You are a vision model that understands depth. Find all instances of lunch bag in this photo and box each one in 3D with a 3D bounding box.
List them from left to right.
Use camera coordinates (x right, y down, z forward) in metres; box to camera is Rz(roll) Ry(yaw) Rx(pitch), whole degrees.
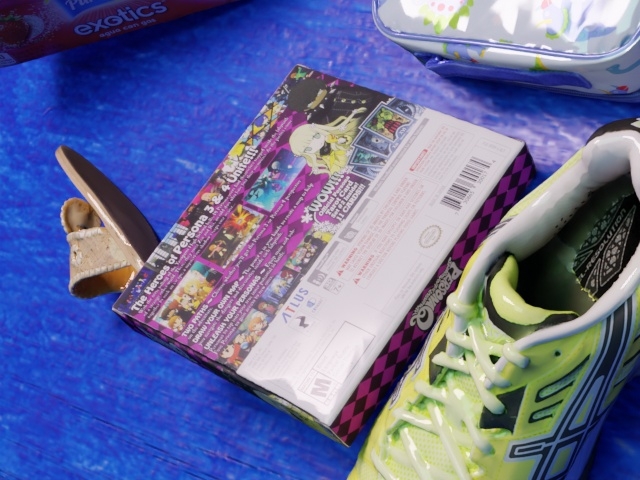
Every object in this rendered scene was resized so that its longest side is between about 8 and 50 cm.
[{"bbox_3d":[0.149,-0.184,0.953,0.219,0.090,0.176,12,81,38],"label":"lunch bag"}]

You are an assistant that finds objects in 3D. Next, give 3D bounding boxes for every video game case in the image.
[{"bbox_3d":[0.000,0.000,0.982,0.210,0.042,0.232,23,70,36],"label":"video game case"}]

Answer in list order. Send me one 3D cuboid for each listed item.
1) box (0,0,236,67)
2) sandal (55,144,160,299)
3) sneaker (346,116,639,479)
[{"bbox_3d":[-0.180,-0.248,1.158,0.257,0.122,0.128,-13,65,15],"label":"box"},{"bbox_3d":[-0.160,0.020,1.109,0.079,0.088,0.240,-49,57,4],"label":"sandal"},{"bbox_3d":[0.102,0.080,0.859,0.145,0.147,0.384,39,100,37],"label":"sneaker"}]
